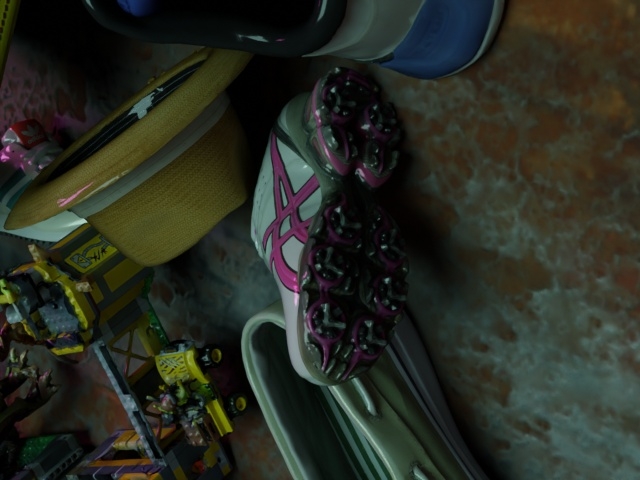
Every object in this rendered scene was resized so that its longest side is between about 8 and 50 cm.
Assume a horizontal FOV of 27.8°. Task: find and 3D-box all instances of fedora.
[{"bbox_3d":[-0.091,-0.041,0.742,0.194,0.194,0.079,-26,109,40],"label":"fedora"}]

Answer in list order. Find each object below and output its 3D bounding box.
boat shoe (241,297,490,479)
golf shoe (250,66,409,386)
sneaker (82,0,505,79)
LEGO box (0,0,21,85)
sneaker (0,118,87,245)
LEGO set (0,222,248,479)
[{"bbox_3d":[0.046,0.161,0.712,0.109,0.094,0.302,-39,75,38],"label":"boat shoe"},{"bbox_3d":[0.000,0.000,0.696,0.086,0.067,0.186,-34,42,41],"label":"golf shoe"},{"bbox_3d":[-0.065,-0.193,0.662,0.315,0.182,0.127,43,122,24],"label":"sneaker"},{"bbox_3d":[-0.283,-0.331,0.716,0.372,0.193,0.500,54,134,40],"label":"LEGO box"},{"bbox_3d":[-0.189,-0.043,0.878,0.161,0.057,0.075,7,110,41],"label":"sneaker"},{"bbox_3d":[-0.230,0.135,0.833,0.331,0.192,0.255,-2,116,37],"label":"LEGO set"}]
